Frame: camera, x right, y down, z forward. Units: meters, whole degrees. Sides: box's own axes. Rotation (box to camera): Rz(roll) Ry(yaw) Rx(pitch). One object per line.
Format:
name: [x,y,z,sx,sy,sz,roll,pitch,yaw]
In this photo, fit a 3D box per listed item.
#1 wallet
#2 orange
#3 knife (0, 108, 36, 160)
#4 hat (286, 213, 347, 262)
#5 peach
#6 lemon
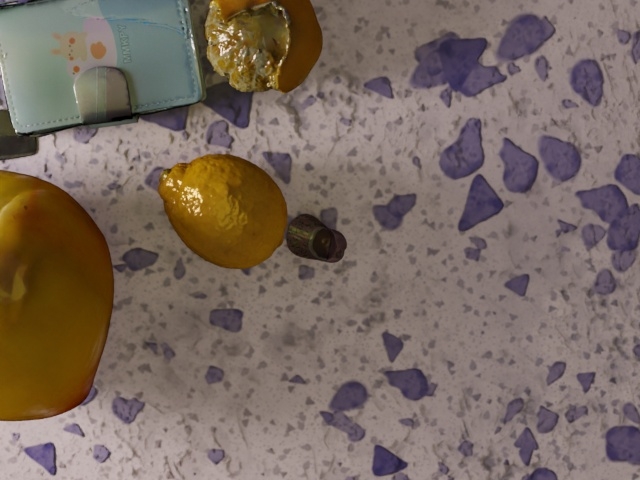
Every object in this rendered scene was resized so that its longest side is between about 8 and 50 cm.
wallet: [-0.280,-0.232,1.568,0.250,0.075,0.176,-10,98,-5]
orange: [-0.074,-0.260,1.562,0.156,0.134,0.157,0,87,-8]
knife: [-0.491,-0.132,1.587,0.245,0.019,0.072,-2,101,-9]
hat: [-0.002,-0.001,1.667,0.087,0.042,0.058,21,94,24]
peach: [-0.399,0.074,1.516,0.288,0.289,0.308,-13,140,-5]
lemon: [-0.124,-0.042,1.588,0.187,0.142,0.142,30,95,-17]
